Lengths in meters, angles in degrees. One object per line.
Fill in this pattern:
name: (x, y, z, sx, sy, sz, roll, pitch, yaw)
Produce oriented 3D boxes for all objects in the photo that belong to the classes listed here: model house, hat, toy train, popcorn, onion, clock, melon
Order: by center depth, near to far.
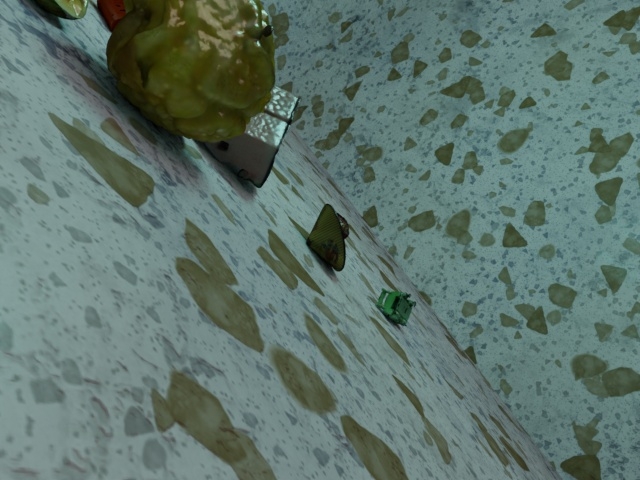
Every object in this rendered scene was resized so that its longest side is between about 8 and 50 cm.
melon: (-0.512, -0.471, 1.073, 0.160, 0.079, 0.128, 14, 56, -76)
popcorn: (-0.265, -0.367, 1.150, 0.381, 0.349, 0.349, -1, -37, 49)
model house: (-0.209, -0.284, 1.450, 0.237, 0.202, 0.237, 25, 52, -10)
clock: (-0.505, -0.595, 1.482, 0.113, 0.061, 0.155, -9, 50, -33)
hat: (0.000, 0.000, 1.572, 0.193, 0.082, 0.193, 168, -90, -74)
toy train: (0.242, 0.212, 1.819, 0.081, 0.099, 0.149, 15, -17, 31)
onion: (0.047, -0.043, 1.924, 0.107, 0.097, 0.107, 29, 48, -38)
